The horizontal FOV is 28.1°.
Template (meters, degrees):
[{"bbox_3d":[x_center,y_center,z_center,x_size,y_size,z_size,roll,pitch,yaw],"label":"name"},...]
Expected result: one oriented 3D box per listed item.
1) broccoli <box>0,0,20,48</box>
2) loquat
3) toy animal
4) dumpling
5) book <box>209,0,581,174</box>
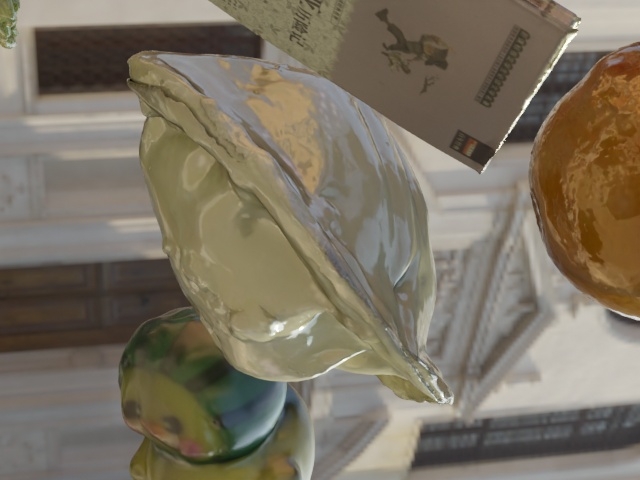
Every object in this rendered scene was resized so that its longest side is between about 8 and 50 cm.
[{"bbox_3d":[-0.366,-0.235,0.982,0.280,0.348,0.293,20,-107,45],"label":"broccoli"},{"bbox_3d":[0.396,-0.062,1.443,0.328,0.328,0.329,176,-90,-78],"label":"loquat"},{"bbox_3d":[-0.105,0.217,1.414,0.216,0.191,0.338,11,-54,37],"label":"toy animal"},{"bbox_3d":[0.000,0.000,1.003,0.315,0.233,0.395,42,-9,38],"label":"dumpling"},{"bbox_3d":[0.017,-0.108,0.575,0.014,0.181,0.127,-54,174,-27],"label":"book"}]
